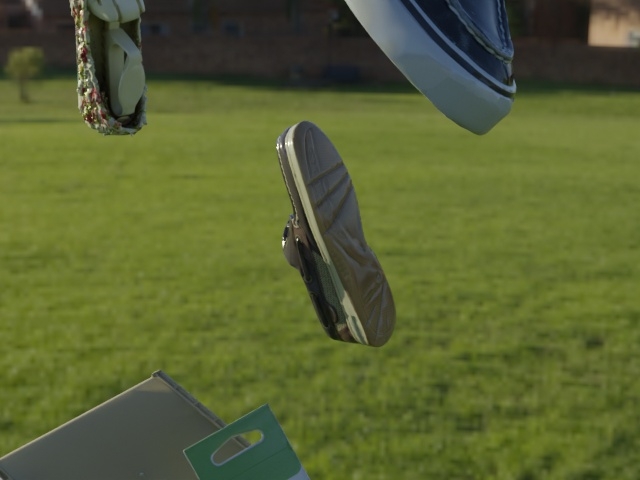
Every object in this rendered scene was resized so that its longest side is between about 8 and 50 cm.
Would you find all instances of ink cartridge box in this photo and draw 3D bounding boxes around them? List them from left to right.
[{"bbox_3d":[-0.056,0.293,1.605,0.109,0.209,0.062,-28,-5,-16],"label":"ink cartridge box"}]

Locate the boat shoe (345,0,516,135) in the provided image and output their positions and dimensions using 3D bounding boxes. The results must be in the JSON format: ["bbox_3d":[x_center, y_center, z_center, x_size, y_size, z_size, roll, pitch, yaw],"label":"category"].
[{"bbox_3d":[0.059,-0.201,0.852,0.113,0.105,0.306,27,36,-44],"label":"boat shoe"}]

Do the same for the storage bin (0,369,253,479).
[{"bbox_3d":[-0.208,0.309,1.732,0.262,0.123,0.260,-26,48,-38],"label":"storage bin"}]

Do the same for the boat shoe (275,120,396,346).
[{"bbox_3d":[0.000,0.000,1.750,0.092,0.285,0.103,-10,24,32],"label":"boat shoe"}]

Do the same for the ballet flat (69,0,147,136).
[{"bbox_3d":[-0.206,-0.213,1.516,0.091,0.241,0.077,-23,35,-30],"label":"ballet flat"}]
